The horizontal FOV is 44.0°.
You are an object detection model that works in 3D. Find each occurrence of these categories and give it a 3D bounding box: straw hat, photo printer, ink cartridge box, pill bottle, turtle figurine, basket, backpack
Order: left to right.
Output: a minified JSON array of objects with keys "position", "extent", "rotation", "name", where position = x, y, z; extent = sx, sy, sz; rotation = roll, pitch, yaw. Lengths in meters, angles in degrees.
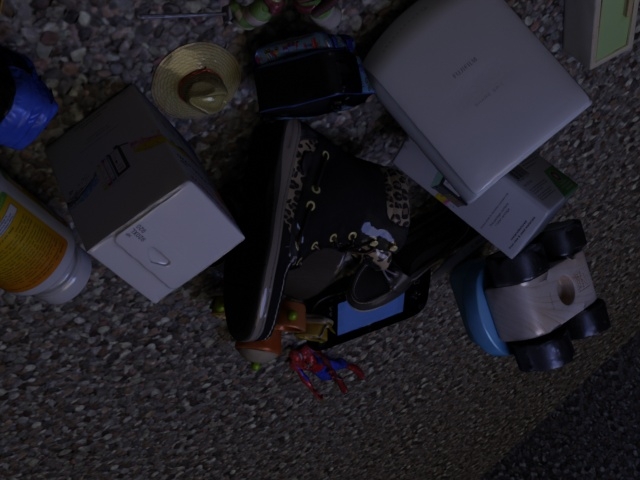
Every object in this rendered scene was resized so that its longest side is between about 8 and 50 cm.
[{"position":[-0.446,-0.002,1.148],"extent":[0.136,0.136,0.245],"rotation":[-35,143,1],"name":"pill bottle"},{"position":[-0.389,-0.177,1.010],"extent":[0.101,0.120,0.098],"rotation":[19,118,-47],"name":"backpack"},{"position":[-0.253,-0.066,1.142],"extent":[0.168,0.232,0.171],"rotation":[-36,144,2],"name":"ink cartridge box"},{"position":[-0.172,-0.220,1.177],"extent":[0.145,0.061,0.144],"rotation":[-21,142,-17],"name":"straw hat"},{"position":[-0.095,0.007,1.421],"extent":[0.227,0.154,0.204],"rotation":[14,132,-40],"name":"basket"},{"position":[-0.058,-0.377,1.025],"extent":[0.275,0.197,0.266],"rotation":[-3,-178,21],"name":"turtle figurine"},{"position":[-0.001,-0.248,1.210],"extent":[0.158,0.116,0.173],"rotation":[-7,-173,29],"name":"backpack"},{"position":[0.237,-0.253,1.266],"extent":[0.256,0.307,0.107],"rotation":[-39,175,2],"name":"photo printer"},{"position":[0.296,-0.121,1.422],"extent":[0.201,0.278,0.117],"rotation":[-28,155,-54],"name":"ink cartridge box"}]

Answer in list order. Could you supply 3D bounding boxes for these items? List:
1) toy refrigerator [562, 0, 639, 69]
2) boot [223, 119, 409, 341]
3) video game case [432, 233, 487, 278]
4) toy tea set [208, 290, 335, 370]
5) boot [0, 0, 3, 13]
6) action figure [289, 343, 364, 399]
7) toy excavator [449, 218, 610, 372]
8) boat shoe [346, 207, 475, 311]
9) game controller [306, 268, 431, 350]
[{"position":[0.507,-0.445,1.416],"extent":[0.102,0.094,0.269],"rotation":[-28,143,-7],"name":"toy refrigerator"},{"position":[0.000,0.000,1.314],"extent":[0.284,0.377,0.138],"rotation":[17,162,-33],"name":"boot"},{"position":[0.348,0.006,1.760],"extent":[0.183,0.023,0.201],"rotation":[-36,172,-15],"name":"video game case"},{"position":[-0.112,0.177,1.522],"extent":[0.200,0.124,0.336],"rotation":[1,163,23],"name":"toy tea set"},{"position":[-0.349,-0.319,0.806],"extent":[0.104,0.211,0.295],"rotation":[15,121,-47],"name":"boot"},{"position":[0.023,0.327,1.881],"extent":[0.091,0.139,0.280],"rotation":[-44,140,10],"name":"action figure"},{"position":[0.374,0.098,1.656],"extent":[0.433,0.222,0.445],"rotation":[-23,-173,-41],"name":"toy excavator"},{"position":[0.191,0.025,1.680],"extent":[0.335,0.112,0.095],"rotation":[-34,158,-13],"name":"boat shoe"},{"position":[0.109,0.145,1.795],"extent":[0.319,0.067,0.166],"rotation":[-18,141,-22],"name":"game controller"}]
